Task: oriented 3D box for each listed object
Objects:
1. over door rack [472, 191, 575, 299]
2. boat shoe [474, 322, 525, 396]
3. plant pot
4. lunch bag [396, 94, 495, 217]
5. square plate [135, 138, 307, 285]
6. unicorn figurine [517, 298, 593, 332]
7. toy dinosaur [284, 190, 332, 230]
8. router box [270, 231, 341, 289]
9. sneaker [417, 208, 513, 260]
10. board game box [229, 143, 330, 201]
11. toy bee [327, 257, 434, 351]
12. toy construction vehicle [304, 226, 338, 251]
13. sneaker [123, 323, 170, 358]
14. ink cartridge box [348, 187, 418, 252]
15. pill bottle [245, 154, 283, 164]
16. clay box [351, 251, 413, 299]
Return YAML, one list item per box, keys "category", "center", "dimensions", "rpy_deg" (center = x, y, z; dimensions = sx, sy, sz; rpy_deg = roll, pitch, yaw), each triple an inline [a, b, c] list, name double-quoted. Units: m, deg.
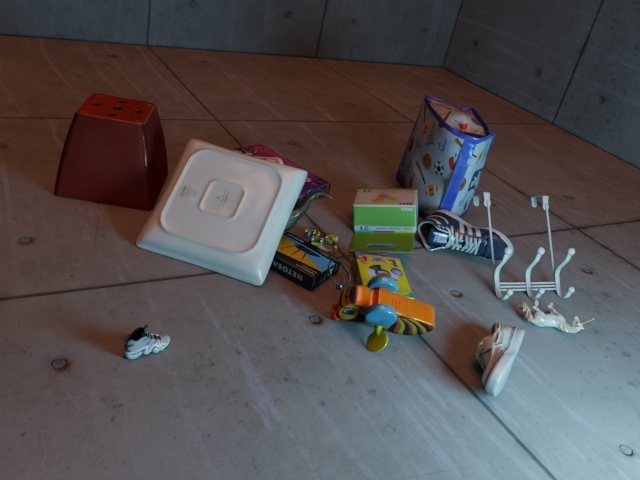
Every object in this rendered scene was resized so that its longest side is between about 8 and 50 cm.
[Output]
- category: "over door rack"
  center: [0.582, 0.003, 1.721]
  dimensions: [0.239, 0.108, 0.324]
  rpy_deg: [1, 68, -22]
- category: "boat shoe"
  center: [0.390, 0.254, 1.364]
  dimensions: [0.088, 0.096, 0.267]
  rpy_deg: [21, 29, 21]
- category: "plant pot"
  center: [-0.577, -0.266, 1.726]
  dimensions: [0.267, 0.236, 0.267]
  rpy_deg: [9, 30, -8]
- category: "lunch bag"
  center: [0.426, -0.264, 2.048]
  dimensions: [0.238, 0.328, 0.385]
  rpy_deg: [11, 27, -7]
- category: "square plate"
  center: [-0.249, -0.092, 1.555]
  dimensions: [0.344, 0.049, 0.347]
  rpy_deg: [17, 65, 7]
- category: "unicorn figurine"
  center: [0.606, 0.202, 1.591]
  dimensions: [0.162, 0.060, 0.111]
  rpy_deg: [-6, 31, -1]
- category: "toy dinosaur"
  center: [-0.117, -0.059, 1.640]
  dimensions: [0.313, 0.121, 0.160]
  rpy_deg: [-1, 24, 20]
- category: "router box"
  center: [-0.056, 0.050, 1.581]
  dimensions: [0.179, 0.046, 0.133]
  rpy_deg: [27, 32, 23]
- category: "sneaker"
  center: [0.419, 0.000, 1.813]
  dimensions: [0.282, 0.099, 0.153]
  rpy_deg: [29, 32, 32]
- category: "board game box"
  center: [-0.160, -0.223, 2.019]
  dimensions: [0.347, 0.056, 0.208]
  rpy_deg: [32, 30, 30]
- category: "toy bee"
  center: [0.108, 0.142, 1.402]
  dimensions: [0.298, 0.162, 0.195]
  rpy_deg: [43, 46, -9]
- category: "toy construction vehicle"
  center: [0.000, 0.000, 1.713]
  dimensions: [0.098, 0.035, 0.086]
  rpy_deg: [14, 18, -4]
- category: "sneaker"
  center: [-0.338, 0.189, 1.197]
  dimensions: [0.038, 0.069, 0.098]
  rpy_deg: [34, 35, 32]
- category: "ink cartridge box"
  center: [0.188, -0.062, 1.786]
  dimensions: [0.188, 0.097, 0.255]
  rpy_deg: [1, 27, 10]
- category: "pill bottle"
  center: [-0.218, -0.181, 1.713]
  dimensions: [0.216, 0.121, 0.121]
  rpy_deg: [0, 32, -22]
- category: "clay box"
  center: [0.157, 0.112, 1.555]
  dimensions: [0.127, 0.053, 0.222]
  rpy_deg: [7, 29, -10]
